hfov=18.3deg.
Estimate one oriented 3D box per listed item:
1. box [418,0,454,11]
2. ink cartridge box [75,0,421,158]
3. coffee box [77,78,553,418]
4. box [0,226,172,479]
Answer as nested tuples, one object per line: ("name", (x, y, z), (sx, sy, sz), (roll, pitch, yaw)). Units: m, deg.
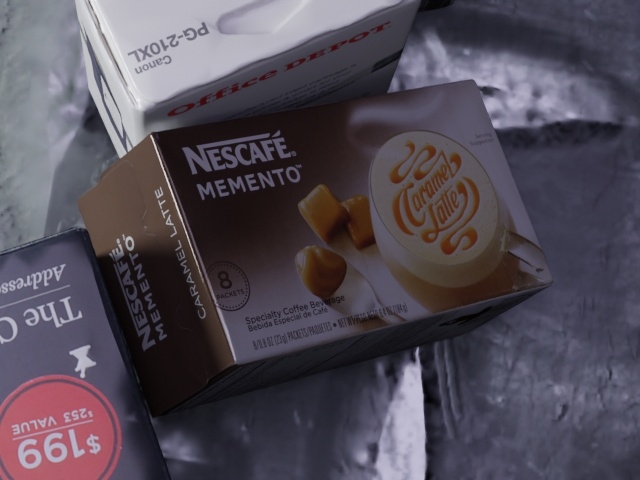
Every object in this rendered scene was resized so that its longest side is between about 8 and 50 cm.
("box", (0.038, -0.320, 1.219), (0.076, 0.242, 0.308), (-8, 78, -5))
("ink cartridge box", (-0.047, -0.116, 1.170), (0.172, 0.237, 0.100), (-24, 80, -9))
("coffee box", (0.000, 0.000, 1.163), (0.246, 0.098, 0.141), (-11, 75, -38))
("box", (-0.237, 0.202, 1.074), (0.343, 0.179, 0.313), (-19, 83, -9))
